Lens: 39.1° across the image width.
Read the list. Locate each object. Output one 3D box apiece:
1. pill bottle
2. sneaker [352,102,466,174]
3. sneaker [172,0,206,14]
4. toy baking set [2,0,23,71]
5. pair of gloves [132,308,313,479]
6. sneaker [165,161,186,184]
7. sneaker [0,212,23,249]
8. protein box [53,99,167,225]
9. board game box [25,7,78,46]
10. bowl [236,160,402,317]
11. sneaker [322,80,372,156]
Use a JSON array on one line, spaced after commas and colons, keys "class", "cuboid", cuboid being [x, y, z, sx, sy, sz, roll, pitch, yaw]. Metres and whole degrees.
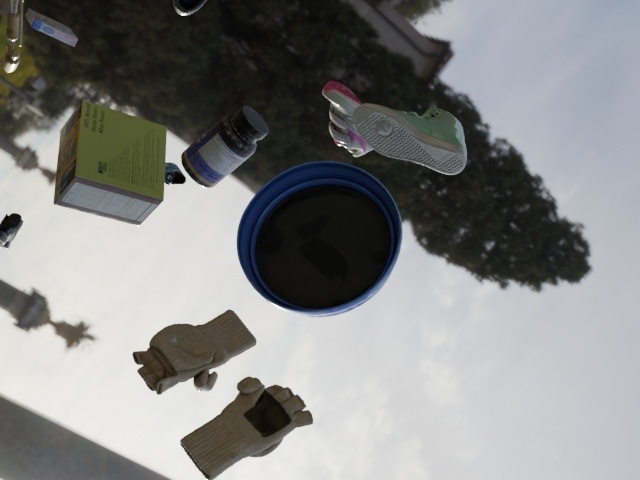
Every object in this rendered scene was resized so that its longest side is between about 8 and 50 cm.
[{"class": "pill bottle", "cuboid": [-0.243, -0.242, 2.308, 0.219, 0.123, 0.123, -38, -149, 22]}, {"class": "sneaker", "cuboid": [0.188, -0.240, 1.899, 0.151, 0.256, 0.094, -78, -165, -50]}, {"class": "sneaker", "cuboid": [-0.226, -0.561, 1.843, 0.232, 0.081, 0.090, -57, -161, 14]}, {"class": "toy baking set", "cuboid": [-0.646, -0.457, 1.883, 0.256, 0.030, 0.197, -173, -97, -66]}, {"class": "pair of gloves", "cuboid": [-0.144, 0.211, 1.316, 0.240, 0.204, 0.042, 53, -44, 23]}, {"class": "sneaker", "cuboid": [-0.412, -0.179, 2.339, 0.073, 0.162, 0.063, 34, -72, 37]}, {"class": "sneaker", "cuboid": [-0.745, -0.032, 2.143, 0.089, 0.051, 0.170, -66, -175, -15]}, {"class": "protein box", "cuboid": [-0.460, -0.167, 1.982, 0.136, 0.201, 0.200, -37, -133, 46]}, {"class": "board game box", "cuboid": [-0.526, -0.417, 1.764, 0.020, 0.090, 0.090, -60, -146, 13]}, {"class": "bowl", "cuboid": [0.000, 0.000, 2.118, 0.391, 0.077, 0.391, -5, -117, 9]}, {"class": "sneaker", "cuboid": [0.070, -0.287, 2.218, 0.111, 0.252, 0.103, -40, -137, 6]}]
